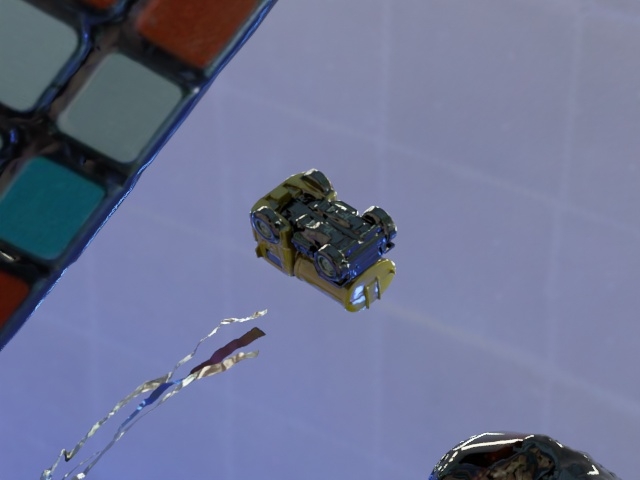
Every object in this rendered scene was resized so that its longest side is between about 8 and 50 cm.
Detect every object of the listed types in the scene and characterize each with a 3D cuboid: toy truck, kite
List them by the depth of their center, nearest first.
[{"bbox_3d":[0.000,0.000,1.078,0.083,0.049,0.054,32,-33,35],"label":"toy truck"},{"bbox_3d":[-0.175,0.160,1.166,0.360,0.204,0.022,-39,-87,6],"label":"kite"}]

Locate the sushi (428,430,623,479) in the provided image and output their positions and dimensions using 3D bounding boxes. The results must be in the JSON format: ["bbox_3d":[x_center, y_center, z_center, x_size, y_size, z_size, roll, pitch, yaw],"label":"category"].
[{"bbox_3d":[0.148,0.202,1.079,0.126,0.136,0.225,35,-14,46],"label":"sushi"}]

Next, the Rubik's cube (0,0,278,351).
[{"bbox_3d":[-0.151,-0.083,0.537,0.187,0.184,0.182,-52,-143,17],"label":"Rubik's cube"}]
